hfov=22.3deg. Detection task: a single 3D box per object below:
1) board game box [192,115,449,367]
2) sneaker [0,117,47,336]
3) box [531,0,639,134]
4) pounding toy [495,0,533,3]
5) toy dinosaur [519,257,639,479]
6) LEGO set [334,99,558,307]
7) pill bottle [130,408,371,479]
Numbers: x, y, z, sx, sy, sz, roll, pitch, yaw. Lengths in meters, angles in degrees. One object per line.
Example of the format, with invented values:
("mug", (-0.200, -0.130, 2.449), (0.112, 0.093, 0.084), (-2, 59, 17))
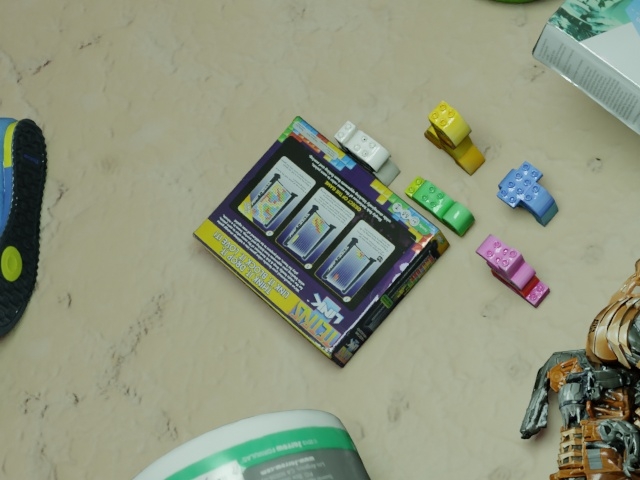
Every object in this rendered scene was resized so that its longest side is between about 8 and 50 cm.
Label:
("board game box", (0.000, 0.000, 1.379), (0.170, 0.048, 0.141), (41, 88, 23))
("sneaker", (-0.300, -0.011, 1.460), (0.082, 0.069, 0.209), (-5, 69, 22))
("box", (0.350, -0.188, 1.263), (0.232, 0.058, 0.322), (38, 65, 9))
("pounding toy", (0.119, -0.301, 1.374), (0.237, 0.110, 0.183), (31, 115, 29))
("toy dinosaur", (0.265, 0.100, 1.224), (0.218, 0.164, 0.322), (15, 96, 36))
("LEGO set", (0.112, -0.057, 1.341), (0.227, 0.093, 0.087), (39, 85, 24))
("pill bottle", (-0.006, 0.323, 1.185), (0.204, 0.204, 0.361), (-27, 67, 5))
